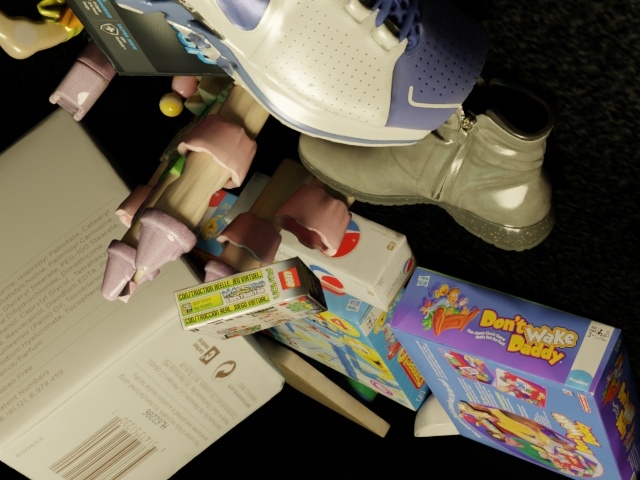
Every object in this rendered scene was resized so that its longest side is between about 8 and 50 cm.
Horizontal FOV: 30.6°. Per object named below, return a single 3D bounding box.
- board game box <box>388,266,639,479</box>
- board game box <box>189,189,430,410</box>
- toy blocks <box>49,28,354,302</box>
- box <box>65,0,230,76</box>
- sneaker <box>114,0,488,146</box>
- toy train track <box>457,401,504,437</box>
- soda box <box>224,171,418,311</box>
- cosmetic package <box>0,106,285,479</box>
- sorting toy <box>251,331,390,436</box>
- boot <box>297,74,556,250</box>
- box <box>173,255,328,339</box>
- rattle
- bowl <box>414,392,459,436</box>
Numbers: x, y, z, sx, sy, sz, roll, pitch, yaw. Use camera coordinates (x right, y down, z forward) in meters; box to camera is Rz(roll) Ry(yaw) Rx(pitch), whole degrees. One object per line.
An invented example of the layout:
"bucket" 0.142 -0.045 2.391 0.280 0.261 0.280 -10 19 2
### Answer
"board game box" 0.239 0.170 1.339 0.233 0.078 0.347 18 159 28
"board game box" -0.009 0.080 1.579 0.308 0.086 0.302 24 163 30
"toy blocks" -0.152 -0.055 1.132 0.309 0.260 0.288 36 165 -12
"box" -0.114 -0.204 0.886 0.175 0.051 0.220 3 155 17
"sneaker" -0.011 -0.178 0.693 0.316 0.127 0.182 25 150 -23
"toy train track" 0.189 0.216 1.383 0.083 0.014 0.048 40 159 -33
"soda box" 0.000 0.000 1.342 0.216 0.074 0.069 24 162 29
"cosmetic package" -0.320 0.103 1.602 0.393 0.327 0.329 49 175 31
"sorting toy" -0.024 0.187 1.897 0.255 0.089 0.257 41 167 -36
"boot" 0.080 -0.095 0.934 0.247 0.083 0.161 21 151 28
"box" -0.058 0.057 1.085 0.207 0.114 0.036 60 -166 -81
"rattle" -0.270 -0.268 1.024 0.199 0.130 0.143 66 165 -12
"bowl" 0.202 0.235 1.616 0.142 0.053 0.142 -3 165 -5
